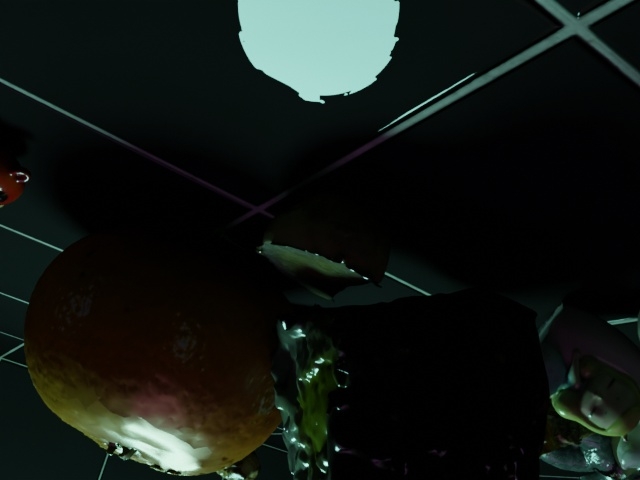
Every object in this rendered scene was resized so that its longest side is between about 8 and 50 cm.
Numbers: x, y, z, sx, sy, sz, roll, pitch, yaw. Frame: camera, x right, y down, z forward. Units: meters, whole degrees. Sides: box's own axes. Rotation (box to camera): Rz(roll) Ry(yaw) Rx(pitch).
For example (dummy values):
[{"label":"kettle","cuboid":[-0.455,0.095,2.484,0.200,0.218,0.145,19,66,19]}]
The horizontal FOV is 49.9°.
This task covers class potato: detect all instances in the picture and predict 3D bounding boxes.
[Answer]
[{"label":"potato","cuboid":[0.000,0.000,0.843,0.138,0.098,0.243,25,165,-9]}]

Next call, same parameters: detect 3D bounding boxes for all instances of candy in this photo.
[{"label":"candy","cuboid":[-0.131,0.000,1.011,0.023,0.025,0.083,32,179,36]}]

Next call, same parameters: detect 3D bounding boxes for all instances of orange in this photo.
[{"label":"orange","cuboid":[-0.240,0.170,1.048,0.423,0.326,0.424,18,157,8]}]

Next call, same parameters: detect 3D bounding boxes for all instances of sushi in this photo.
[{"label":"sushi","cuboid":[0.105,0.216,0.856,0.294,0.300,0.281,-2,171,-22]}]

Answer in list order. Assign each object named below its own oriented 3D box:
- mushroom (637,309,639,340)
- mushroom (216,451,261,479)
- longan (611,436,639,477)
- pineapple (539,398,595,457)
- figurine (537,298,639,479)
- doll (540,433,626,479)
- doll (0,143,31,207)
[{"label":"mushroom","cuboid":[0.462,0.127,0.867,0.116,0.093,0.225,-17,141,15]},{"label":"mushroom","cuboid":[-0.228,0.290,1.358,0.345,0.239,0.345,31,-167,-8]},{"label":"longan","cuboid":[0.594,0.353,1.197,0.189,0.189,0.189,12,156,5]},{"label":"pineapple","cuboid":[0.343,0.294,1.259,0.286,0.209,0.344,-27,166,18]},{"label":"figurine","cuboid":[0.384,0.285,0.925,0.315,0.284,0.206,32,168,16]},{"label":"doll","cuboid":[0.597,0.456,1.371,0.340,0.158,0.246,21,119,5]},{"label":"doll","cuboid":[-0.477,-0.098,0.910,0.217,0.085,0.183,20,156,10]}]
